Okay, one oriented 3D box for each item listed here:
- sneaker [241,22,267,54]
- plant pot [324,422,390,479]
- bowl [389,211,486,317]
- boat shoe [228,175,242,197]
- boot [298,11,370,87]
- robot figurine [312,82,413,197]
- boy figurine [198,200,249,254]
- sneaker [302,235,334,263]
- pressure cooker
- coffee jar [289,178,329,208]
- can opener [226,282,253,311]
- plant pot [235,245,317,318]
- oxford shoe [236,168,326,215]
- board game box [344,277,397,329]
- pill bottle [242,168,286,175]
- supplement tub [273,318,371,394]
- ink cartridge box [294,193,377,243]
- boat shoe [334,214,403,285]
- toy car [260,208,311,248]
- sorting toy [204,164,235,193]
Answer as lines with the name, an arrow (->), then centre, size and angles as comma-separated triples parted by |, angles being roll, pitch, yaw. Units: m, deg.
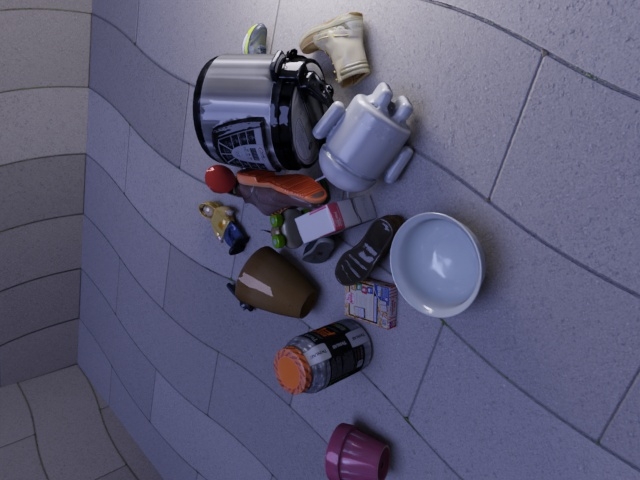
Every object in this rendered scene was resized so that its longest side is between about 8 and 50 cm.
sneaker -> -0.216, -0.639, 1.949 | 0.121, 0.111, 0.300 | 18, 116, 28
plant pot -> 0.138, 0.754, 1.838 | 0.180, 0.201, 0.201 | 3, 101, 28
bowl -> 0.353, 0.060, 1.506 | 0.298, 0.134, 0.298 | 11, 107, 42
boat shoe -> -0.310, -0.204, 2.123 | 0.257, 0.095, 0.095 | 12, 107, 42
boot -> 0.044, -0.590, 1.703 | 0.262, 0.095, 0.203 | -7, 95, 42
robot figurine -> 0.128, -0.290, 1.579 | 0.300, 0.200, 0.353 | 30, 114, -10
boy figurine -> -0.416, -0.078, 2.260 | 0.285, 0.092, 0.177 | 50, 131, 21
sneaker -> 0.000, 0.000, 1.892 | 0.222, 0.083, 0.118 | 135, 146, -57
pressure cooker -> -0.148, -0.413, 1.692 | 0.420, 0.370, 0.376 | 8, 103, 18
coffee jar -> -0.057, -0.161, 1.822 | 0.079, 0.184, 0.096 | -10, 92, 45
can opener -> -0.346, 0.244, 2.292 | 0.186, 0.073, 0.059 | 34, 159, 38
plant pot -> -0.146, 0.182, 1.981 | 0.254, 0.237, 0.237 | 28, 118, 21
oxford shoe -> -0.122, -0.142, 1.698 | 0.363, 0.130, 0.133 | 20, 123, 40
board game box -> 0.166, 0.203, 1.781 | 0.193, 0.045, 0.147 | 13, 108, 42
pill bottle -> -0.256, -0.343, 1.995 | 0.283, 0.161, 0.161 | 47, 127, 27
supplement tub -> 0.008, 0.393, 1.785 | 0.193, 0.316, 0.194 | 11, 106, 42
ink cartridge box -> 0.053, -0.072, 1.712 | 0.158, 0.218, 0.092 | -21, 89, 45
boat shoe -> 0.165, 0.038, 1.711 | 0.111, 0.104, 0.307 | 51, 128, 12
toy car -> -0.139, -0.048, 1.964 | 0.188, 0.155, 0.149 | 7, 103, 56
sorting toy -> -0.410, -0.340, 2.147 | 0.126, 0.127, 0.366 | 142, 132, -62
